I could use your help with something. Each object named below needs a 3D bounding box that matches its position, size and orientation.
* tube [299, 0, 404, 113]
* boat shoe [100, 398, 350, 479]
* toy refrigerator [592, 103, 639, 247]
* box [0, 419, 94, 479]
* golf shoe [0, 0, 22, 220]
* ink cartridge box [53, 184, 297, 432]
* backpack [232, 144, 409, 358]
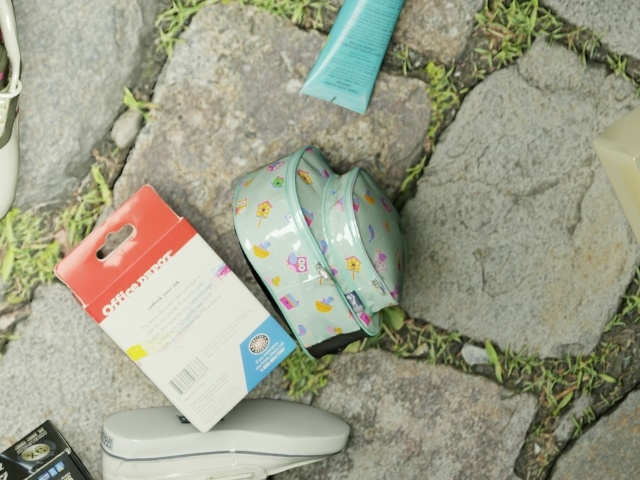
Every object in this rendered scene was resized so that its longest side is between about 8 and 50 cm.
[{"bbox_3d":[0.051,-0.234,1.687,0.080,0.052,0.207,17,105,-24],"label":"tube"},{"bbox_3d":[-0.100,0.228,1.744,0.267,0.096,0.088,-2,112,-24],"label":"boat shoe"},{"bbox_3d":[0.423,-0.026,1.906,0.102,0.094,0.270,-36,119,-11],"label":"toy refrigerator"},{"bbox_3d":[-0.303,0.298,1.680,0.180,0.077,0.147,-34,119,-11],"label":"box"},{"bbox_3d":[-0.320,-0.130,1.503,0.105,0.120,0.273,-11,113,-24],"label":"golf shoe"},{"bbox_3d":[-0.151,0.064,1.658,0.134,0.078,0.231,-43,108,-7],"label":"ink cartridge box"},{"bbox_3d":[0.000,0.000,1.666,0.144,0.166,0.188,-29,113,26],"label":"backpack"}]
